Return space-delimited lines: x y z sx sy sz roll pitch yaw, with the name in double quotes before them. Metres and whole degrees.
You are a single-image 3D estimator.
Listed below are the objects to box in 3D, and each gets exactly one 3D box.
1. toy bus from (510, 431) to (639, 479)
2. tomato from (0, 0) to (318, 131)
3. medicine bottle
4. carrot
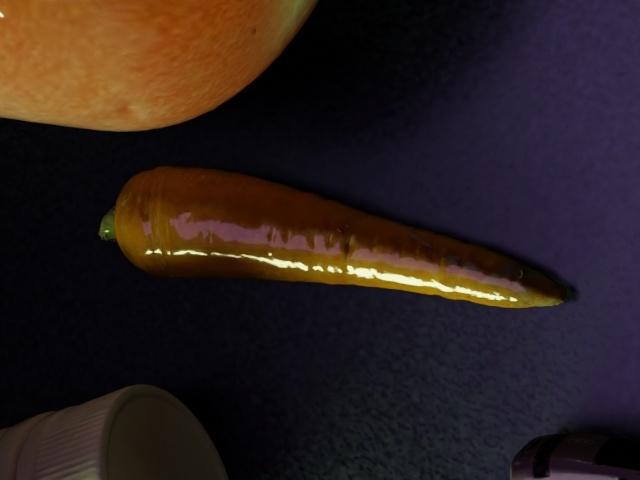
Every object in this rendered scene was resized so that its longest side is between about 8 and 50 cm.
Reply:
"toy bus" 0.141 0.178 0.764 0.098 0.087 0.178 -9 91 20
"tomato" -0.150 -0.184 0.760 0.341 0.341 0.273 17 112 23
"medicine bottle" -0.179 0.173 0.882 0.249 0.133 0.133 -22 82 25
"carrot" 0.000 0.000 0.839 0.256 0.061 0.061 7 94 21
